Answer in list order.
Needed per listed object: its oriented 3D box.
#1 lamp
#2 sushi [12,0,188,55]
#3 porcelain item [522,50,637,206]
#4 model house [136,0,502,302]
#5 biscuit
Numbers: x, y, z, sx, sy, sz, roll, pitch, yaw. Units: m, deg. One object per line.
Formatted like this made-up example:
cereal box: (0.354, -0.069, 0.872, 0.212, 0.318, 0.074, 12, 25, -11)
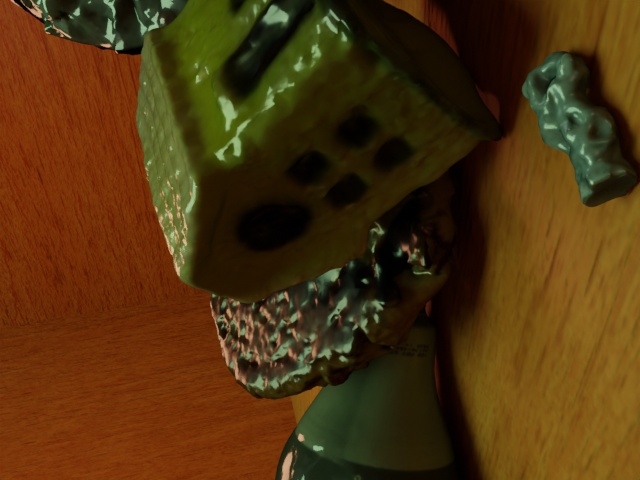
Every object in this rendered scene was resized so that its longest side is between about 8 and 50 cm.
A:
lamp: (0.068, 0.180, 0.598, 0.182, 0.182, 0.313, -123, 51, -69)
sushi: (-0.137, -0.347, 0.603, 0.327, 0.329, 0.285, 66, -157, -15)
porcelain item: (0.125, -0.058, 0.307, 0.036, 0.028, 0.083, 128, 136, -55)
model house: (-0.030, -0.080, 0.453, 0.234, 0.175, 0.193, -47, 49, 27)
biscuit: (0.000, -0.004, 0.596, 0.334, 0.081, 0.289, -29, 55, 44)
